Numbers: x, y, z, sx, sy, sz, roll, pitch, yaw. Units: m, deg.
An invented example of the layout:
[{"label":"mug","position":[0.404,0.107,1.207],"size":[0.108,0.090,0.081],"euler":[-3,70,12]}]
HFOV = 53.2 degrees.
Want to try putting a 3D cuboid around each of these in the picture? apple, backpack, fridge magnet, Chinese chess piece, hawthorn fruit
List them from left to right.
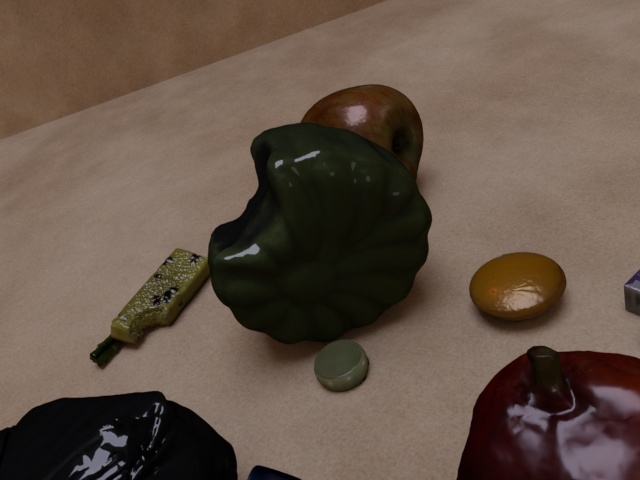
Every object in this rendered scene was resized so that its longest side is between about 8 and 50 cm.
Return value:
[{"label":"backpack","position":[-0.310,0.366,0.695],"size":[0.363,0.255,0.445],"euler":[-16,34,31]},{"label":"Chinese chess piece","position":[0.031,0.189,0.967],"size":[0.084,0.034,0.084],"euler":[-16,34,11]},{"label":"apple","position":[0.072,-0.182,1.282],"size":[0.264,0.264,0.264],"euler":[-14,34,9]},{"label":"fridge magnet","position":[0.298,0.070,0.970],"size":[0.143,0.063,0.143],"euler":[-15,32,9]},{"label":"hawthorn fruit","position":[0.245,0.216,0.571],"size":[0.265,0.307,0.265],"euler":[-18,27,9]}]

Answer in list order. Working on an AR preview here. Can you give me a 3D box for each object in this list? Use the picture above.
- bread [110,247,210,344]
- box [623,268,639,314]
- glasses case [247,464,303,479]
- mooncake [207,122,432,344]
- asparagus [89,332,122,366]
[{"label":"bread","position":[-0.301,0.107,1.226],"size":[0.088,0.049,0.226],"euler":[19,46,14]},{"label":"box","position":[0.479,0.054,0.909],"size":[0.117,0.050,0.036],"euler":[-34,34,-23]},{"label":"glasses case","position":[-0.061,0.318,0.839],"size":[0.083,0.023,0.033],"euler":[4,38,33]},{"label":"mooncake","position":[0.000,0.000,0.997],"size":[0.351,0.351,0.187],"euler":[-24,34,-6]},{"label":"asparagus","position":[-0.377,0.169,1.207],"size":[0.036,0.030,0.165],"euler":[28,45,0]}]
